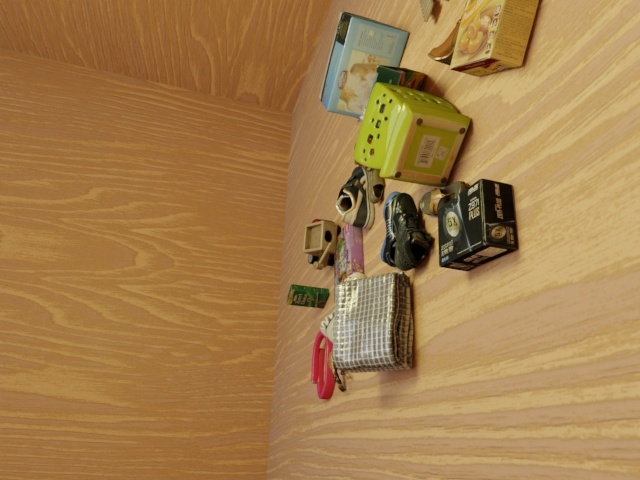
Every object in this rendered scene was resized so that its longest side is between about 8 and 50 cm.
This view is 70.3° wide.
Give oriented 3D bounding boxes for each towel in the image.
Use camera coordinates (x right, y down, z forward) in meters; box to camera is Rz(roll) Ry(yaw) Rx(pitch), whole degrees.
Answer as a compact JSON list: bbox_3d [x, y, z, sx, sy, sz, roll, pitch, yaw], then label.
[{"bbox_3d":[0.149,0.235,1.328,0.235,0.121,0.283,-21,56,43],"label":"towel"}]

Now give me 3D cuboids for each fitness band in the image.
[{"bbox_3d":[0.014,0.532,1.961,0.209,0.054,0.290,131,144,-64],"label":"fitness band"}]

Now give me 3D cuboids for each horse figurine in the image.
[{"bbox_3d":[0.084,0.438,1.722,0.174,0.066,0.263,-128,51,-63],"label":"horse figurine"}]

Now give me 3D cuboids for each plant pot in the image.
[{"bbox_3d":[0.246,-0.270,1.211,0.207,0.227,0.228,-117,38,-57],"label":"plant pot"}]

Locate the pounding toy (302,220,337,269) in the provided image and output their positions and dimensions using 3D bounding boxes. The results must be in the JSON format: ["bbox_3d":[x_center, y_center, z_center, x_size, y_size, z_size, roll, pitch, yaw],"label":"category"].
[{"bbox_3d":[0.016,0.029,1.934,0.181,0.094,0.205,-11,70,48],"label":"pounding toy"}]

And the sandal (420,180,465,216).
[{"bbox_3d":[0.306,-0.108,1.188,0.219,0.060,0.089,-169,87,-76],"label":"sandal"}]

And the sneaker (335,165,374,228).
[{"bbox_3d":[0.131,-0.188,1.794,0.126,0.128,0.321,111,163,-45],"label":"sneaker"}]

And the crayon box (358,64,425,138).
[{"bbox_3d":[0.235,-0.429,1.408,0.318,0.081,0.202,-36,-35,-58],"label":"crayon box"}]

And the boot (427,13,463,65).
[{"bbox_3d":[0.368,-0.547,1.205,0.197,0.073,0.152,-131,51,-60],"label":"boot"}]

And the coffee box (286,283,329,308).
[{"bbox_3d":[-0.061,0.265,2.140,0.040,0.184,0.113,-96,20,-48],"label":"coffee box"}]

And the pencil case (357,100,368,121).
[{"bbox_3d":[0.219,-0.518,1.679,0.206,0.087,0.088,-61,15,26],"label":"pencil case"}]

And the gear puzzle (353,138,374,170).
[{"bbox_3d":[0.178,-0.375,1.780,0.175,0.044,0.339,-62,13,11],"label":"gear puzzle"}]

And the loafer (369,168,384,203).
[{"bbox_3d":[0.208,-0.208,1.650,0.050,0.056,0.147,169,102,-72],"label":"loafer"}]

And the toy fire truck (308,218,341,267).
[{"bbox_3d":[0.000,0.000,2.199,0.246,0.159,0.216,-150,68,-64],"label":"toy fire truck"}]

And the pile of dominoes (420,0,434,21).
[{"bbox_3d":[0.377,-0.821,1.436,0.251,0.040,0.195,-84,11,-45],"label":"pile of dominoes"}]

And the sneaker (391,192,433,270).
[{"bbox_3d":[0.261,-0.035,1.279,0.130,0.087,0.227,145,129,-68],"label":"sneaker"}]

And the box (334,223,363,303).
[{"bbox_3d":[0.111,0.087,1.837,0.201,0.057,0.293,122,153,-56],"label":"box"}]

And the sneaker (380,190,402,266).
[{"bbox_3d":[0.238,-0.033,1.389,0.090,0.082,0.232,-153,65,-72],"label":"sneaker"}]

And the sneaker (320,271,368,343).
[{"bbox_3d":[0.104,0.253,1.648,0.292,0.110,0.118,-66,27,17],"label":"sneaker"}]

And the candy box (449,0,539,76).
[{"bbox_3d":[0.403,-0.545,1.014,0.183,0.088,0.316,-135,55,-73],"label":"candy box"}]

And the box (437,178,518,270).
[{"bbox_3d":[0.335,-0.028,0.992,0.180,0.078,0.147,133,144,-66],"label":"box"}]

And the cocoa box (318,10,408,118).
[{"bbox_3d":[0.155,-0.670,1.763,0.228,0.232,0.346,-107,29,-58],"label":"cocoa box"}]
